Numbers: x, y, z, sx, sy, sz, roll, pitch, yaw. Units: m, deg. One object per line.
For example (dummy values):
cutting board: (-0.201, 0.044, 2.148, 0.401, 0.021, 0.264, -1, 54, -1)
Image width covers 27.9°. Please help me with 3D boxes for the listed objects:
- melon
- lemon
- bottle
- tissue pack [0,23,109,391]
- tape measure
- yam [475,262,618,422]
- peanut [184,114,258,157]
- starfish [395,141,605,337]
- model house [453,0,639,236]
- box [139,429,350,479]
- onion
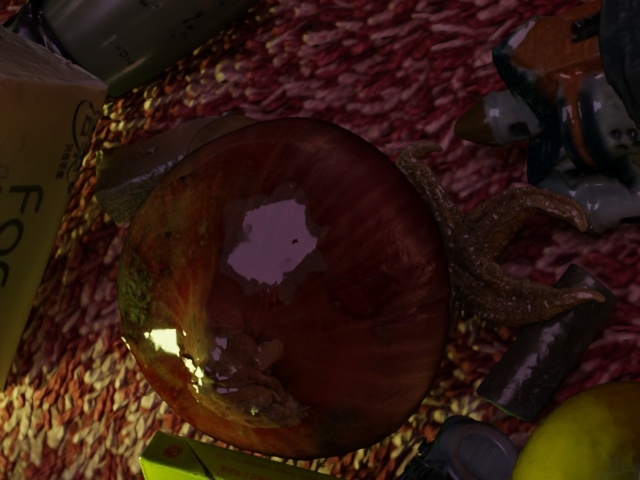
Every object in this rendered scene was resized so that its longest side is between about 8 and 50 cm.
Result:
melon: (-0.183, -0.095, 1.538, 0.182, 0.054, 0.098, -18, 51, 11)
lemon: (0.284, 0.242, 1.154, 0.240, 0.219, 0.241, -4, 73, 14)
bottle: (-0.246, -0.262, 1.547, 0.347, 0.168, 0.168, -36, 64, 5)
tissue pack: (-0.442, -0.026, 1.363, 0.205, 0.331, 0.405, 29, 106, 24)
tape measure: (0.122, 0.265, 1.301, 0.107, 0.104, 0.180, 35, 117, 6)
yam: (0.231, 0.107, 1.305, 0.068, 0.068, 0.169, 36, 83, 26)
peanut: (-0.121, -0.038, 1.464, 0.104, 0.085, 0.228, 21, 77, -10)
starfish: (0.138, 0.045, 1.350, 0.302, 0.060, 0.299, -51, 54, 11)
model house: (0.267, -0.115, 1.298, 0.291, 0.253, 0.184, -10, 53, 33)
box: (-0.007, 0.294, 1.254, 0.335, 0.187, 0.047, 11, 45, 22)
onion: (-0.038, 0.056, 1.266, 0.353, 0.353, 0.354, -6, 69, 16)
